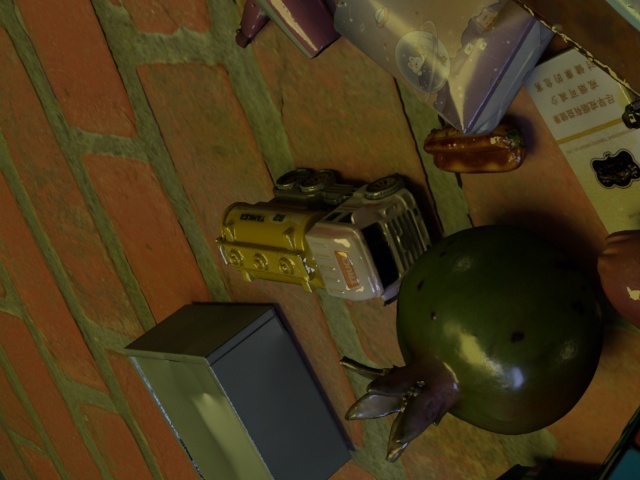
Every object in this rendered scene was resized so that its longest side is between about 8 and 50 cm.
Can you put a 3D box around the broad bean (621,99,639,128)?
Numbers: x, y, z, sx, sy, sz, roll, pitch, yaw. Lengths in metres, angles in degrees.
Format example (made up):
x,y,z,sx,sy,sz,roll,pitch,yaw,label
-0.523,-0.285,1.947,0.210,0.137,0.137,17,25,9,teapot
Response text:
x,y,z,sx,sy,sz,roll,pitch,yaw,label
0.310,-0.023,0.795,0.254,0.046,0.065,43,132,16,broad bean

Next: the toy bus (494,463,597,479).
x,y,z,sx,sy,sz,roll,pitch,yaw,label
0.249,0.298,1.091,0.275,0.167,0.138,-9,113,52,toy bus

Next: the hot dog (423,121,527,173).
x,y,z,sx,sy,sz,roll,pitch,yaw,label
0.129,-0.080,1.006,0.049,0.037,0.122,54,157,-24,hot dog

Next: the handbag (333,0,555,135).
x,y,z,sx,sy,sz,roll,pitch,yaw,label
0.088,-0.172,0.912,0.173,0.095,0.117,40,114,21,handbag

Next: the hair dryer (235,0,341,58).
x,y,z,sx,sy,sz,roll,pitch,yaw,label
-0.046,-0.209,1.117,0.106,0.054,0.154,55,160,-10,hair dryer

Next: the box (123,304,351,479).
x,y,z,sx,sy,sz,roll,pitch,yaw,label
-0.105,0.203,1.532,0.225,0.117,0.225,-3,119,56,box

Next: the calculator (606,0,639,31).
x,y,z,sx,sy,sz,roll,pitch,yaw,label
0.242,-0.180,0.653,0.295,0.042,0.184,44,110,14,calculator

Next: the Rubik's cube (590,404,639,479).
x,y,z,sx,sy,sz,roll,pitch,yaw,label
0.274,0.202,0.871,0.155,0.151,0.154,33,167,15,Rubik's cube

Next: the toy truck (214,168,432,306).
x,y,z,sx,sy,sz,roll,pitch,yaw,label
0.000,0.000,1.183,0.227,0.114,0.098,7,126,51,toy truck

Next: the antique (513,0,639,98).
x,y,z,sx,sy,sz,roll,pitch,yaw,label
0.147,-0.219,0.789,0.310,0.087,0.093,42,149,18,antique

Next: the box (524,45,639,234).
x,y,z,sx,sy,sz,roll,pitch,yaw,label
0.220,-0.069,0.897,0.167,0.024,0.090,58,150,-8,box

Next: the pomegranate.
x,y,z,sx,sy,sz,roll,pitch,yaw,label
0.124,0.091,1.000,0.181,0.224,0.181,43,156,25,pomegranate

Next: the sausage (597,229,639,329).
x,y,z,sx,sy,sz,roll,pitch,yaw,label
0.374,0.106,0.795,0.433,0.088,0.088,32,143,29,sausage
